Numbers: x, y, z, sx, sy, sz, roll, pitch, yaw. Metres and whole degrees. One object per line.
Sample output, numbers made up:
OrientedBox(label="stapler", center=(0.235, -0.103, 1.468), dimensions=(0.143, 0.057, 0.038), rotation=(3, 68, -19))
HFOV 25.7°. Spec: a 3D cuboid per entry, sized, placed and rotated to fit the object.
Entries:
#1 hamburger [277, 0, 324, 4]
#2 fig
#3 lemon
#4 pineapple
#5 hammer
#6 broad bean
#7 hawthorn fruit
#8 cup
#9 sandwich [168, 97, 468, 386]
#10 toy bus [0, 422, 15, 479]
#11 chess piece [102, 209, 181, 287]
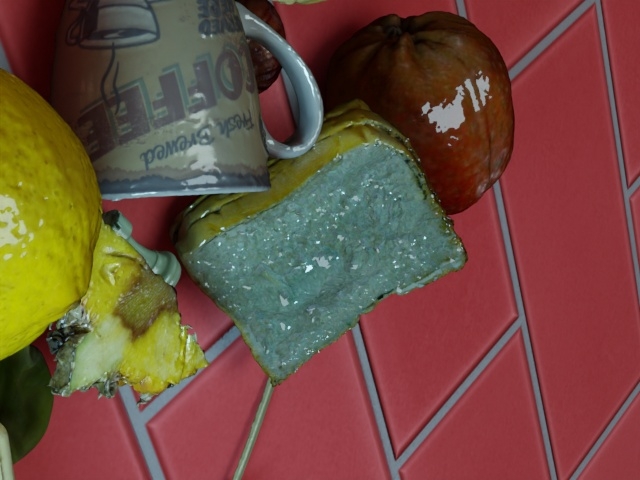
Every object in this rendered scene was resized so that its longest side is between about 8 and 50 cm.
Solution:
OrientedBox(label="hamburger", center=(-0.008, -0.382, 1.481), dimensions=(0.283, 0.144, 0.259), rotation=(-30, 125, -21))
OrientedBox(label="fig", center=(-0.098, -0.223, 1.588), dimensions=(0.150, 0.128, 0.128), rotation=(-101, -168, -79))
OrientedBox(label="lemon", center=(-0.325, -0.023, 1.194), dimensions=(0.293, 0.293, 0.293), rotation=(-15, 110, -51))
OrientedBox(label="pineapple", center=(-0.243, 0.098, 1.433), dimensions=(0.250, 0.140, 0.164), rotation=(52, 54, -44))
OrientedBox(label="hammer", center=(-0.078, 0.246, 1.764), dimensions=(0.028, 0.060, 0.195), rotation=(42, 60, -48))
OrientedBox(label="broad bean", center=(-0.335, 0.145, 1.382), dimensions=(0.153, 0.072, 0.206), rotation=(-15, 112, -33))
OrientedBox(label="hawthorn fruit", center=(0.131, -0.165, 1.792), dimensions=(0.262, 0.258, 0.258), rotation=(46, 59, -24))
OrientedBox(label="cup", center=(-0.132, -0.170, 1.437), dimensions=(0.301, 0.227, 0.257), rotation=(-2, 94, -29))
OrientedBox(label="sandwich", center=(0.000, 0.000, 1.648), dimensions=(0.301, 0.099, 0.271), rotation=(-33, 133, 4))
OrientedBox(label="toy bus", center=(-0.357, 0.319, 1.258), dimensions=(0.177, 0.202, 0.365), rotation=(-18, 114, -34))
OrientedBox(label="chess piece", center=(-0.206, 0.014, 1.537), dimensions=(0.103, 0.067, 0.067), rotation=(53, 56, -34))
